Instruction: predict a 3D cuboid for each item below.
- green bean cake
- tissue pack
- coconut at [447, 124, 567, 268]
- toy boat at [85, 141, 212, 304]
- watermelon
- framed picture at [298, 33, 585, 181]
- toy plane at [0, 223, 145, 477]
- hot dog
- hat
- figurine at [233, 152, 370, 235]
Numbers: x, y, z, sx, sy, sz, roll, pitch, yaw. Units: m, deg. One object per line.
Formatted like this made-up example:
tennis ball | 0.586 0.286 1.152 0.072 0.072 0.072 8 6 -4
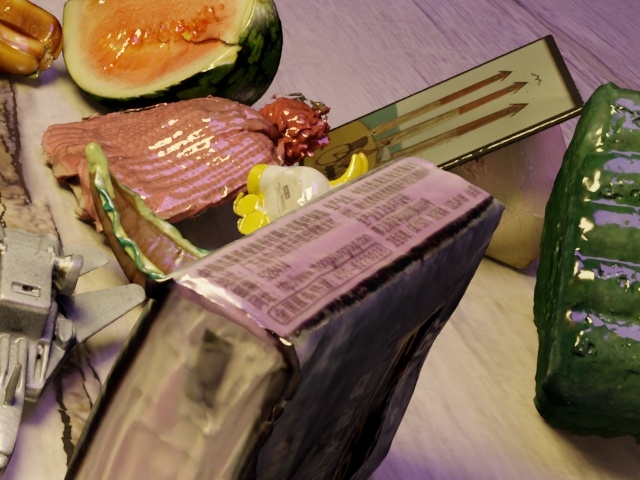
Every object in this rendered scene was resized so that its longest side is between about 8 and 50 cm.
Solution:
green bean cake | 0.294 0.045 1.285 0.169 0.300 0.308 10 -19 3
tissue pack | -0.023 0.093 0.873 0.122 0.259 0.361 33 24 15
coconut | 0.206 -0.059 1.535 0.170 0.171 0.183 0 73 -41
toy boat | -0.095 0.034 1.149 0.293 0.099 0.108 33 24 7
watermelon | -0.182 -0.186 1.483 0.303 0.159 0.128 5 30 39
framed picture | 0.121 -0.122 1.492 0.244 0.323 0.013 -89 153 -64
toy plane | -0.220 0.064 0.971 0.212 0.088 0.267 14 24 -17
hot dog | -0.395 -0.255 1.545 0.250 0.076 0.104 29 43 24
hat | -0.121 -0.081 1.348 0.286 0.107 0.237 -15 37 -20
figurine | -0.007 0.004 1.237 0.129 0.178 0.109 -17 48 -8
